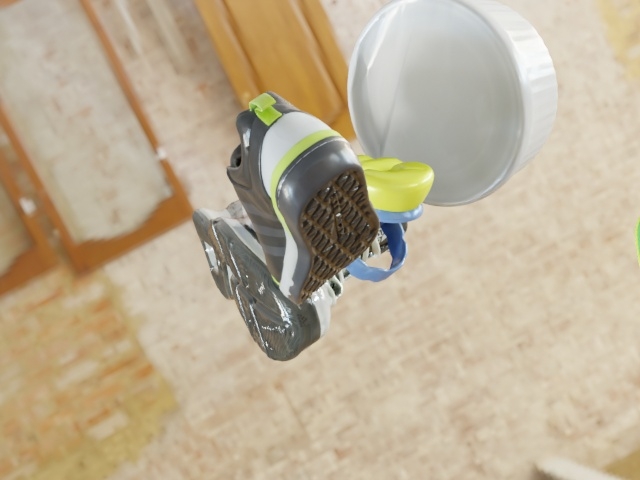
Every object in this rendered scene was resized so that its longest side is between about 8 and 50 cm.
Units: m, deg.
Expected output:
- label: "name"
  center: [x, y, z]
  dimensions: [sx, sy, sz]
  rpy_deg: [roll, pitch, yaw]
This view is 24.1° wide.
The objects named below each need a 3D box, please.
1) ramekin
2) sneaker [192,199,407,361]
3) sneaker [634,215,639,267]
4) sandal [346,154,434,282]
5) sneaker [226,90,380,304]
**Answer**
- label: "ramekin"
  center: [0.175, -0.185, 1.892]
  dimensions: [0.273, 0.273, 0.127]
  rpy_deg: [-21, 179, 42]
- label: "sneaker"
  center: [0.000, -0.001, 1.882]
  dimensions: [0.257, 0.169, 0.447]
  rpy_deg: [-21, -163, -9]
- label: "sneaker"
  center: [0.378, 0.074, 1.267]
  dimensions: [0.109, 0.295, 0.123]
  rpy_deg: [-26, 156, -13]
- label: "sandal"
  center: [0.001, -0.039, 1.745]
  dimensions: [0.126, 0.138, 0.317]
  rpy_deg: [-12, -160, -34]
- label: "sneaker"
  center: [-0.017, -0.037, 1.067]
  dimensions: [0.084, 0.097, 0.235]
  rpy_deg: [-38, 161, -16]
